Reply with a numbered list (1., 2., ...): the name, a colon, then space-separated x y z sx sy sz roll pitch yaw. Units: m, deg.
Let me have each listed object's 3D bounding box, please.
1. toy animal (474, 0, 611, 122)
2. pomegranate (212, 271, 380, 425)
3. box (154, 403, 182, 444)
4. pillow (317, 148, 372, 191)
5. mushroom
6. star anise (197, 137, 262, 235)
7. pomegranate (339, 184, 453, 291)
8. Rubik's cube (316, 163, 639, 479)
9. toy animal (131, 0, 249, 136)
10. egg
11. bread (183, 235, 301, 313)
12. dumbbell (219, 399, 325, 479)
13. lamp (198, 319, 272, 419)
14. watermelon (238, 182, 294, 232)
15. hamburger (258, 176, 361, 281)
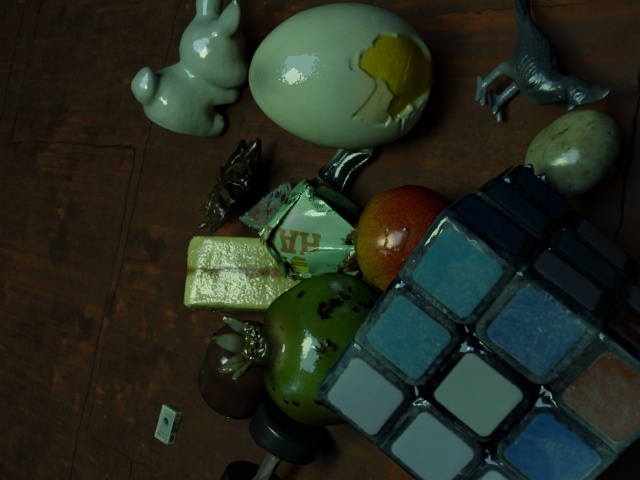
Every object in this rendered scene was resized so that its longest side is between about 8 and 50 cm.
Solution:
1. toy animal: 0.360 -0.306 1.335 0.206 0.081 0.367 -47 41 35
2. pomegranate: -0.009 0.187 1.398 0.291 0.323 0.290 -24 50 33
3. box: -0.370 0.447 1.841 0.054 0.024 0.083 18 94 43
4. pillow: 0.050 -0.162 1.590 0.135 0.055 0.091 -50 23 18
5. mushroom: 0.412 -0.133 1.227 0.127 0.166 0.166 44 116 -7
6. star anise: -0.194 -0.117 1.751 0.272 0.103 0.272 -50 24 32
7. pomegranate: 0.152 0.006 1.370 0.235 0.210 0.210 -17 71 32
8. Rubik's cube: 0.261 0.145 1.067 0.362 0.359 0.363 41 117 8
9. toy animal: -0.289 -0.436 1.803 0.196 0.241 0.367 47 112 34
10. egg: 0.036 -0.315 1.455 0.283 0.345 0.283 -178 90 -76
11. bread: -0.150 0.069 1.640 0.264 0.163 0.167 -7 76 38
12. dumbbell: -0.102 0.450 1.533 0.152 0.152 0.218 38 106 38
13. lamp: -0.162 0.270 1.592 0.180 0.180 0.258 62 147 30
14. watermelon: -0.079 -0.062 1.676 0.187 0.071 0.139 7 65 24
15. hamburger: 0.002 0.002 1.542 0.235 0.125 0.214 32 120 -6
